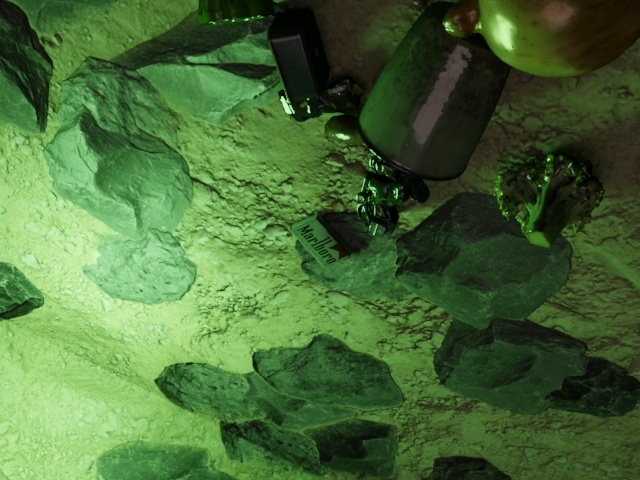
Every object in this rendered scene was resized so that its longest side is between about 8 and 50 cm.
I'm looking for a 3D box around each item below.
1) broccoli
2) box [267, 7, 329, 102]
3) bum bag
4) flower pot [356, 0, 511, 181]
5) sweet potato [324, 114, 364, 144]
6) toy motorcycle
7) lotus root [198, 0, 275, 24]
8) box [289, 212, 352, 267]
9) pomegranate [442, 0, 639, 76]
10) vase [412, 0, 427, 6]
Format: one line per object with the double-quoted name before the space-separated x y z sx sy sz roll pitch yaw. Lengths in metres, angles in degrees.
"broccoli" 0.571 -0.098 1.771 0.263 0.243 0.247 30 147 -2
"box" -0.049 -0.453 1.729 0.090 0.144 0.201 -4 128 18
"bum bag" 0.006 -0.368 1.847 0.233 0.060 0.106 -4 139 25
"flower pot" 0.270 -0.349 1.621 0.294 0.293 0.330 22 131 -2
"sweet potato" 0.089 -0.288 1.826 0.244 0.077 0.077 15 145 52
"toy motorcycle" 0.200 -0.119 1.975 0.187 0.124 0.274 25 137 9
"lotus root" -0.205 -0.598 1.655 0.186 0.186 0.186 10 134 10
"box" 0.000 0.000 2.206 0.115 0.036 0.177 -25 119 34
"pomegranate" 0.433 -0.490 1.360 0.410 0.410 0.410 10 134 10
"vase" 0.246 -0.572 1.580 0.053 0.053 0.100 32 138 -11
